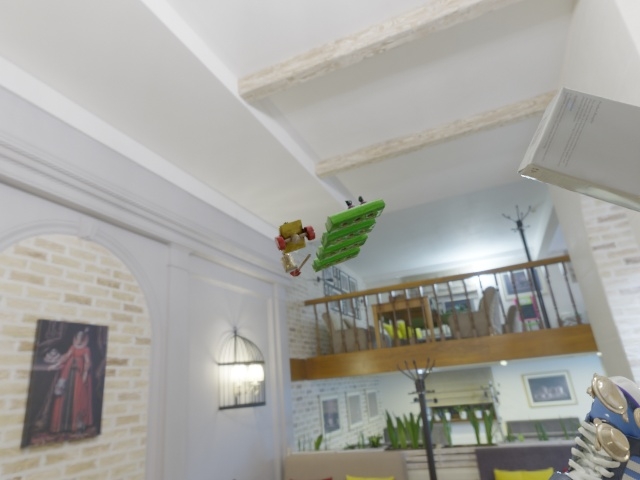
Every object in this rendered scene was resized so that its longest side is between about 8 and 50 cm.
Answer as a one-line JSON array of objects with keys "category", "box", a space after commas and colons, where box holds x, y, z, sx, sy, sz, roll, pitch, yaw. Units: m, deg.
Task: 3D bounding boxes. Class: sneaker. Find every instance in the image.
[{"category": "sneaker", "box": [0.494, 0.431, 0.753, 0.237, 0.322, 0.130, -10, 6, -13]}]

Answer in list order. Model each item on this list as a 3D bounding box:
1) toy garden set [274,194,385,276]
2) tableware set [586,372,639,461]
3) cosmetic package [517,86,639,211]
[{"category": "toy garden set", "box": [0.000, 0.000, 0.821, 0.204, 0.049, 0.244, -20, -20, -17]}, {"category": "tableware set", "box": [0.493, 0.300, 0.649, 0.169, 0.141, 0.020, 33, -47, 4]}, {"category": "cosmetic package", "box": [0.744, -0.214, 1.038, 0.385, 0.217, 0.156, 24, 5, 14]}]
